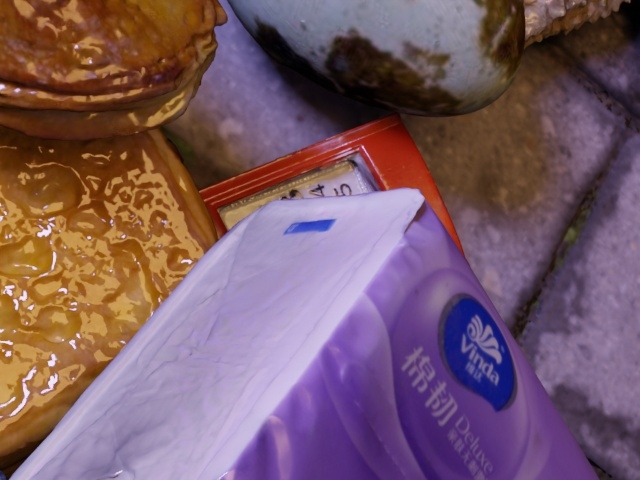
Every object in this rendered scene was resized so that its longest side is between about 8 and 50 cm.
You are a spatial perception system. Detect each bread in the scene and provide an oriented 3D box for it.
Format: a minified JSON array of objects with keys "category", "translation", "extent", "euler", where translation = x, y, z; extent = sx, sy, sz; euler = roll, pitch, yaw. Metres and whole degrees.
[{"category":"bread","translation":[-0.178,0.014,0.680],"extent":[0.235,0.099,0.210],"euler":[-30,87,-21]}]

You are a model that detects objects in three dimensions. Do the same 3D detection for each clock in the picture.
[{"category":"clock","translation":[0.000,0.000,0.779],"extent":[0.155,0.061,0.113],"euler":[-22,86,-23]}]

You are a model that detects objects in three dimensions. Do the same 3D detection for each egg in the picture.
[{"category":"egg","translation":[0.032,-0.172,0.770],"extent":[0.231,0.169,0.169],"euler":[44,63,8]}]

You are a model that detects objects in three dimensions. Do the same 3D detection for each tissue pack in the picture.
[{"category":"tissue pack","translation":[0.034,0.174,0.630],"extent":[0.242,0.160,0.338],"euler":[-51,119,-33]}]

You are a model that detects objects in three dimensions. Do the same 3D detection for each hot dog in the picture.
[{"category":"hot dog","translation":[-0.163,-0.160,0.619],"extent":[0.259,0.114,0.175],"euler":[57,35,-13]}]

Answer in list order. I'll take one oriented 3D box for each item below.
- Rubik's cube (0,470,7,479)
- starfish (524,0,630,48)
[{"category":"Rubik's cube","translation":[-0.322,0.143,0.524],"extent":[0.229,0.233,0.228],"euler":[51,38,-29]},{"category":"starfish","translation":[0.283,-0.178,0.933],"extent":[0.324,0.082,0.432],"euler":[41,67,-7]}]
